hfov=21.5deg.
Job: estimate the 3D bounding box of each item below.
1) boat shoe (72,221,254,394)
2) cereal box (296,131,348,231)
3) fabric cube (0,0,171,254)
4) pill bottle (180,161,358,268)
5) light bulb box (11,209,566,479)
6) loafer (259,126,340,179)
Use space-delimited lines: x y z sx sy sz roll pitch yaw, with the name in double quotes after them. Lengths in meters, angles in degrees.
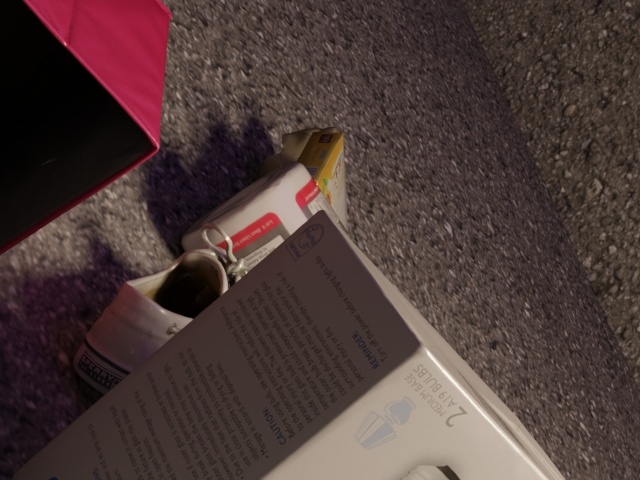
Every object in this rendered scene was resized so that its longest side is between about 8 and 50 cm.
-0.120 0.060 1.749 0.136 0.156 0.367 33 15 19 "boat shoe"
0.000 0.000 2.176 0.173 0.047 0.240 -65 155 -64 "cereal box"
-0.309 -0.170 1.501 0.259 0.254 0.258 49 22 -29 "fabric cube"
-0.012 0.081 2.008 0.318 0.176 0.176 57 19 -8 "pill bottle"
-0.001 0.240 1.441 0.358 0.361 0.225 46 5 -35 "light bulb box"
-0.042 -0.061 2.285 0.268 0.092 0.102 -64 153 -51 "loafer"
